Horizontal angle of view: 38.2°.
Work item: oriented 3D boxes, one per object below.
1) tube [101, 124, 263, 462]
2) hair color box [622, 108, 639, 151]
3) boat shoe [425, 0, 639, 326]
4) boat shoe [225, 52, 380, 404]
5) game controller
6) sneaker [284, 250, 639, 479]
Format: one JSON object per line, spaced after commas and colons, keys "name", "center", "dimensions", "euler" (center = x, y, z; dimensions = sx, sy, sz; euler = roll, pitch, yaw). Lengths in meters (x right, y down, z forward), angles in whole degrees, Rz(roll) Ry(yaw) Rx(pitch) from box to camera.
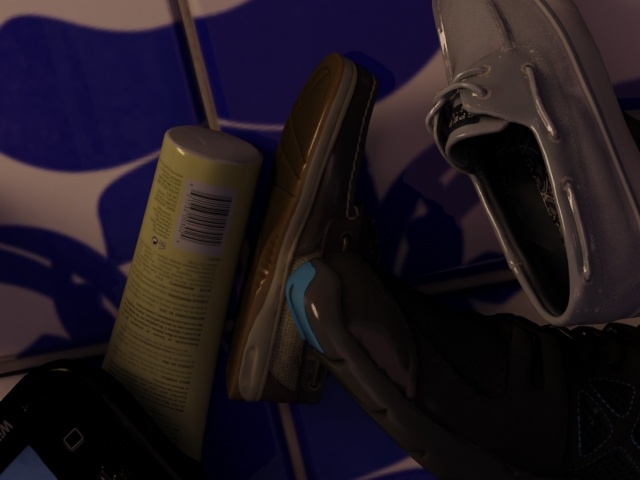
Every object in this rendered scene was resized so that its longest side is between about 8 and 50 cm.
{"name": "tube", "center": [-0.096, 0.047, 0.594], "dimensions": [0.062, 0.070, 0.240], "euler": [1, 115, -35]}
{"name": "hair color box", "center": [0.254, -0.047, 0.493], "dimensions": [0.167, 0.093, 0.053], "euler": [-1, 102, 11]}
{"name": "boat shoe", "center": [0.102, -0.061, 0.481], "dimensions": [0.081, 0.079, 0.227], "euler": [-12, 69, -28]}
{"name": "boat shoe", "center": [0.000, 0.001, 0.558], "dimensions": [0.073, 0.080, 0.223], "euler": [13, 109, -15]}
{"name": "game controller", "center": [-0.205, 0.218, 0.624], "dimensions": [0.166, 0.067, 0.319], "euler": [44, 112, -3]}
{"name": "sneaker", "center": [0.134, 0.088, 0.522], "dimensions": [0.341, 0.125, 0.139], "euler": [34, 94, -18]}
